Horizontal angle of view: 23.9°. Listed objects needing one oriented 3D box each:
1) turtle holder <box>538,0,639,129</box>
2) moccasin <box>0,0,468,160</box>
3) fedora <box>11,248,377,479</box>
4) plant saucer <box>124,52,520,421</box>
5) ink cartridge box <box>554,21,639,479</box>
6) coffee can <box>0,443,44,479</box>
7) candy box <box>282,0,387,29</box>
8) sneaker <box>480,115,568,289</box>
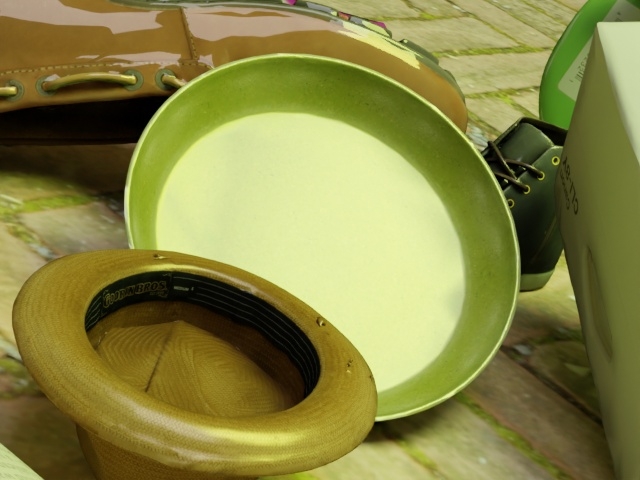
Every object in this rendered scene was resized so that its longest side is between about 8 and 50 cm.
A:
[{"bbox_3d":[0.345,-0.090,1.207,0.320,0.243,0.227,7,1,25],"label":"turtle holder"},{"bbox_3d":[-0.088,-0.088,0.997,0.380,0.147,0.139,8,-17,-18],"label":"moccasin"},{"bbox_3d":[-0.066,0.076,0.737,0.194,0.079,0.194,17,24,-8],"label":"fedora"},{"bbox_3d":[0.000,0.000,0.888,0.241,0.037,0.241,9,60,-16],"label":"plant saucer"},{"bbox_3d":[0.358,0.009,0.895,0.385,0.160,0.279,-2,48,-4],"label":"ink cartridge box"},{"bbox_3d":[-0.204,0.097,0.439,0.275,0.201,0.201,33,27,27],"label":"coffee can"},{"bbox_3d":[-0.051,-0.150,1.237,0.233,0.071,0.159,14,25,-16],"label":"candy box"},{"bbox_3d":[0.098,-0.026,1.033,0.222,0.118,0.083,-8,37,-47],"label":"sneaker"}]
